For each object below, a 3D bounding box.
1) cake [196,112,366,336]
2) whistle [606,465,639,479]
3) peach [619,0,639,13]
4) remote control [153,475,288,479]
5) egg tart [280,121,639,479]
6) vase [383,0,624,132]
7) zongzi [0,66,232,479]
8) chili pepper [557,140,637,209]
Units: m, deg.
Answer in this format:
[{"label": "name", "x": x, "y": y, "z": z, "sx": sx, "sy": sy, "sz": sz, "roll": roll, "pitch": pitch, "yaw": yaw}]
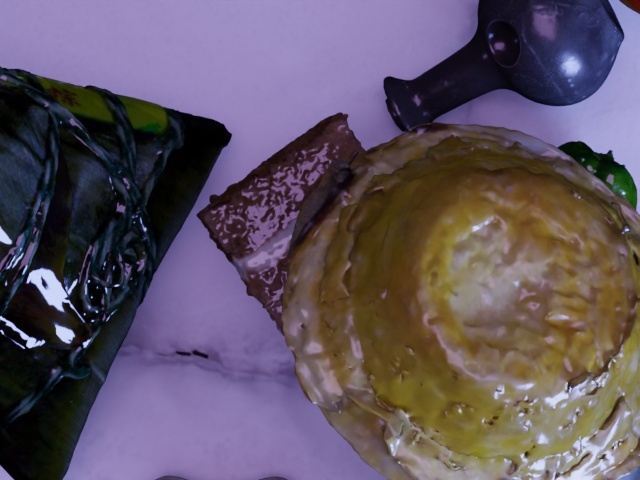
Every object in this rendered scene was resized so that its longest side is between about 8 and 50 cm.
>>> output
[{"label": "cake", "x": 0.000, "y": 0.000, "z": 1.254, "sx": 0.135, "sy": 0.134, "sz": 0.147, "roll": -37, "pitch": 96, "yaw": -3}, {"label": "whistle", "x": 0.161, "y": 0.226, "z": 1.195, "sx": 0.168, "sy": 0.188, "sz": 0.405, "roll": 38, "pitch": 88, "yaw": 5}, {"label": "peach", "x": 0.285, "y": -0.251, "z": 1.229, "sx": 0.192, "sy": 0.190, "sz": 0.190, "roll": -5, "pitch": 85, "yaw": -4}, {"label": "remote control", "x": -0.075, "y": 0.216, "z": 1.285, "sx": 0.122, "sy": 0.032, "sz": 0.074, "roll": 1, "pitch": 85, "yaw": 2}, {"label": "egg tart", "x": 0.120, "y": 0.042, "z": 1.127, "sx": 0.294, "sy": 0.116, "sz": 0.295, "roll": 4, "pitch": 72, "yaw": -12}, {"label": "vase", "x": 0.133, "y": -0.137, "z": 1.273, "sx": 0.183, "sy": 0.120, "sz": 0.120, "roll": -29, "pitch": 84, "yaw": 18}, {"label": "zongzi", "x": -0.310, "y": -0.041, "z": 1.249, "sx": 0.383, "sy": 0.362, "sz": 0.319, "roll": 36, "pitch": 77, "yaw": -38}, {"label": "chili pepper", "x": 0.144, "y": 0.037, "z": 1.268, "sx": 0.099, "sy": 0.083, "sz": 0.253, "roll": 42, "pitch": 93, "yaw": 1}]
